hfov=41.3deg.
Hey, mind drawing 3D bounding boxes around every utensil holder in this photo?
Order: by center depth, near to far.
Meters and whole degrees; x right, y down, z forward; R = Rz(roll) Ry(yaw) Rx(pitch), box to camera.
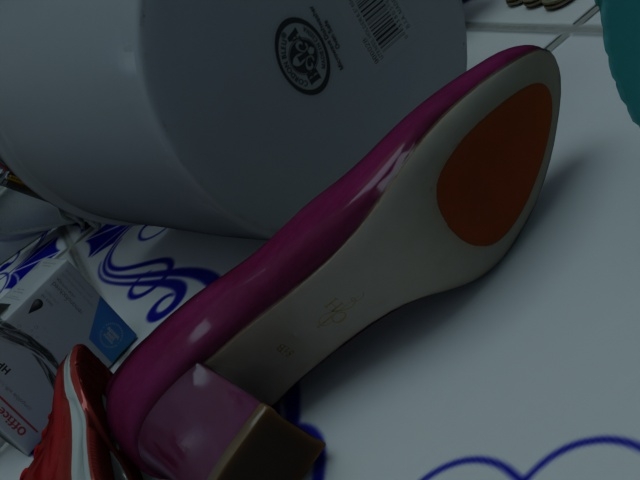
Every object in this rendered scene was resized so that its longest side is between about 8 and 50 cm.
[{"bbox_3d":[-0.109,-0.162,0.780,0.327,0.327,0.385,-47,29,-21],"label":"utensil holder"}]

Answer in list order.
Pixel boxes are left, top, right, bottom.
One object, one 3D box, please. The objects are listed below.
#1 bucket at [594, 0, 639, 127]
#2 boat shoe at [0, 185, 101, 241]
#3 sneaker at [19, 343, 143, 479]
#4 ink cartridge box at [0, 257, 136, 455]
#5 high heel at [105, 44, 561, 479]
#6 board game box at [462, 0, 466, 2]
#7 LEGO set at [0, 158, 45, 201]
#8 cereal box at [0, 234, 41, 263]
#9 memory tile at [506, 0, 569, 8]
[{"bbox_3d":[0.250,-0.148,0.368,0.281,0.281,0.183,-18,32,34],"label":"bucket"},{"bbox_3d":[-0.323,-0.078,1.155,0.367,0.136,0.156,-26,36,6],"label":"boat shoe"},{"bbox_3d":[-0.198,0.165,0.607,0.128,0.087,0.221,-36,24,-1],"label":"sneaker"},{"bbox_3d":[-0.266,0.114,0.757,0.060,0.104,0.180,2,45,51],"label":"ink cartridge box"},{"bbox_3d":[0.000,0.000,0.574,0.377,0.127,0.181,-47,38,-14],"label":"high heel"},{"bbox_3d":[0.212,-0.371,1.061,0.136,0.035,0.201,-30,26,13],"label":"board game box"},{"bbox_3d":[-0.368,-0.197,0.989,0.192,0.331,0.255,17,77,34],"label":"LEGO set"},{"bbox_3d":[-0.479,-0.070,1.263,0.240,0.173,0.047,-35,25,4],"label":"cereal box"},{"bbox_3d":[0.267,-0.286,0.873,0.148,0.012,0.113,-39,25,-4],"label":"memory tile"}]
